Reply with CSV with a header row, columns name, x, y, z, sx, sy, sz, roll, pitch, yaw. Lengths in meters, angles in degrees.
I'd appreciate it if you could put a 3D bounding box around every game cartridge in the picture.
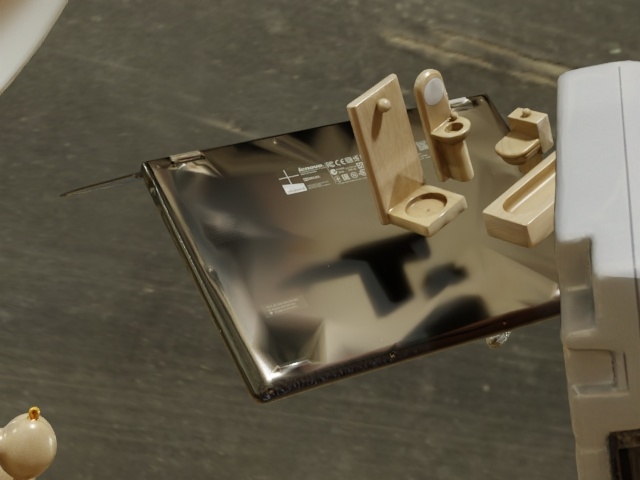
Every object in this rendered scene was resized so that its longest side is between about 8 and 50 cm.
name,x,y,z,sx,sy,sz,roll,pitch,yaw
game cartridge,0.129,0.092,0.547,0.060,0.196,0.294,-7,116,9

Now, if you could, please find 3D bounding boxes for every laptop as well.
name,x,y,z,sx,sy,sz,roll,pitch,yaw
laptop,0.000,0.000,1.435,0.382,0.236,0.408,-14,59,-26

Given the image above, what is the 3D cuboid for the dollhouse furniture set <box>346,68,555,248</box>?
name,x,y,z,sx,sy,sz,roll,pitch,yaw
dollhouse furniture set,0.137,-0.083,1.218,0.144,0.151,0.123,-38,127,-28

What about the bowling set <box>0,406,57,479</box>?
name,x,y,z,sx,sy,sz,roll,pitch,yaw
bowling set,-0.272,0.216,1.090,0.154,0.200,0.287,10,108,-16

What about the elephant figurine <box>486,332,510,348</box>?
name,x,y,z,sx,sy,sz,roll,pitch,yaw
elephant figurine,0.294,0.027,1.897,0.169,0.239,0.186,3,103,1

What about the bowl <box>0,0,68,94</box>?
name,x,y,z,sx,sy,sz,roll,pitch,yaw
bowl,-0.212,-0.144,0.413,0.298,0.134,0.297,-27,137,-28
